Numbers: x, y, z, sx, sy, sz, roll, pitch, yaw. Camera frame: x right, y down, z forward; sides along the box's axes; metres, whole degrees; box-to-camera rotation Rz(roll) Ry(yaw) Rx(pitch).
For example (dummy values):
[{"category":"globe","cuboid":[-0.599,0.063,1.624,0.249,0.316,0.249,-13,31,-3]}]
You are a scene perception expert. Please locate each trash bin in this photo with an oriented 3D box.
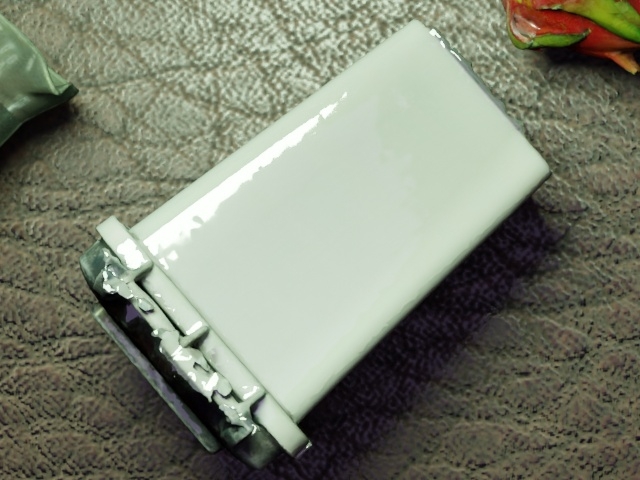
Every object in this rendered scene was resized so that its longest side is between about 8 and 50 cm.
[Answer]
[{"category":"trash bin","cuboid":[0.000,0.000,1.594,0.368,0.296,0.256,-40,85,-3]}]

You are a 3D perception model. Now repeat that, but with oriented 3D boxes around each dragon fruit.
[{"category":"dragon fruit","cuboid":[0.266,-0.246,1.631,0.269,0.198,0.200,13,64,4]}]

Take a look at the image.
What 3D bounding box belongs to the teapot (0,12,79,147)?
[{"category":"teapot","cuboid":[-0.409,-0.084,1.662,0.344,0.253,0.300,-46,54,-4]}]
